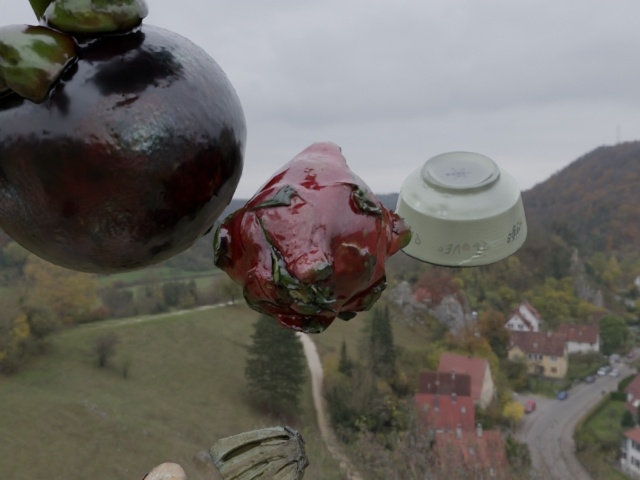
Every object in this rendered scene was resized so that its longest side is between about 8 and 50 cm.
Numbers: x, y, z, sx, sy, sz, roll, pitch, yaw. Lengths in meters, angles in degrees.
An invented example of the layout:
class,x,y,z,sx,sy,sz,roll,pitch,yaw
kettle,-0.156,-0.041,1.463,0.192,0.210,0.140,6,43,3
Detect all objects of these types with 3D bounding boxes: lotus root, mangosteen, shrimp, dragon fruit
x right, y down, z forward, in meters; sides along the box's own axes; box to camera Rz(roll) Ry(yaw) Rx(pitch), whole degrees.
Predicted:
class,x,y,z,sx,sy,sz,roll,pitch,yaw
lotus root,-0.084,0.365,0.939,0.144,0.143,0.070,-29,-27,4
mangosteen,-0.251,-0.134,0.661,0.306,0.359,0.306,-25,30,16
shrimp,-0.359,0.578,1.270,0.133,0.053,0.236,-6,29,-4
dragon fruit,0.003,0.021,0.649,0.199,0.200,0.269,-11,-35,12

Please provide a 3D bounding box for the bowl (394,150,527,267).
class,x,y,z,sx,sy,sz,roll,pitch,yaw
bowl,0.239,-0.070,1.009,0.238,0.126,0.237,-4,35,3
